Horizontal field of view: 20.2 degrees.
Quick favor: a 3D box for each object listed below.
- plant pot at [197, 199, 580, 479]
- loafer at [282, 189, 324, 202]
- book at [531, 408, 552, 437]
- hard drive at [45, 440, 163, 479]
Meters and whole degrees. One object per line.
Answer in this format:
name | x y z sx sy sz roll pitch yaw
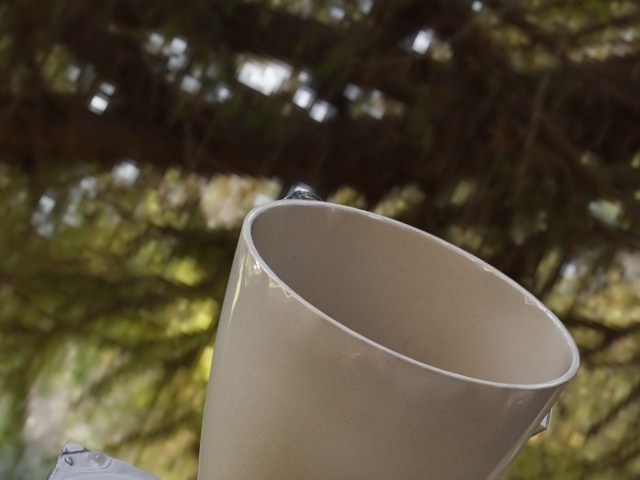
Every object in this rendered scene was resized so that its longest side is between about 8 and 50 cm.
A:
plant pot | 0.014 0.150 1.310 0.256 0.274 0.256 21 19 -8
loafer | 0.000 0.000 2.023 0.061 0.062 0.170 51 1 33
book | 0.244 0.179 2.180 0.035 0.144 0.096 32 -40 -18
hard drive | -0.095 0.274 1.033 0.237 0.064 0.339 26 31 -3
